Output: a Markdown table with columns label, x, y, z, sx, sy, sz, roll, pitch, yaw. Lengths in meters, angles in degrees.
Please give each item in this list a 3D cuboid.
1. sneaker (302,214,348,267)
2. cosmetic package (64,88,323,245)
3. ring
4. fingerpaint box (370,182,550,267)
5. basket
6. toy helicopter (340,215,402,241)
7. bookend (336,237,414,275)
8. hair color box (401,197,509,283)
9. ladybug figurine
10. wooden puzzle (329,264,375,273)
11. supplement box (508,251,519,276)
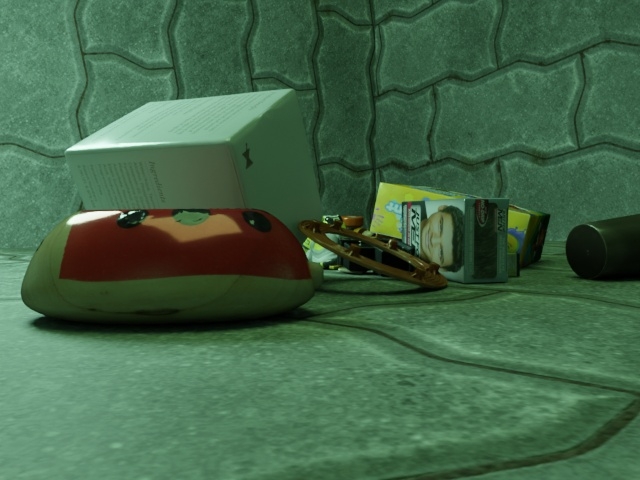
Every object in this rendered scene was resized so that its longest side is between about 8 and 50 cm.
| label | x | y | z | sx | sy | sz | roll | pitch | yaw |
| --- | --- | --- | --- | --- | --- | --- | --- | --- | --- |
| sneaker | 0.000 | 0.000 | 1.863 | 0.145 | 0.147 | 0.384 | -4 | 1 | -24 |
| cosmetic package | -0.255 | -0.115 | 1.368 | 0.393 | 0.327 | 0.329 | 1 | 29 | 23 |
| ring | 0.114 | 0.016 | 1.324 | 0.336 | 0.032 | 0.336 | 21 | 10 | -4 |
| fingerpaint box | 0.433 | -0.057 | 1.905 | 0.444 | 0.163 | 0.371 | 16 | 10 | 27 |
| basket | 0.700 | 0.015 | 1.450 | 0.227 | 0.154 | 0.204 | -5 | 3 | -19 |
| toy helicopter | 0.242 | -0.006 | 2.137 | 0.355 | 0.140 | 0.235 | 0 | 6 | -20 |
| bookend | 0.133 | 0.040 | 1.557 | 0.157 | 0.072 | 0.156 | 0 | 9 | -10 |
| hair color box | 0.312 | -0.008 | 1.519 | 0.113 | 0.185 | 0.374 | -1 | 2 | -14 |
| ladybug figurine | -0.220 | 0.032 | 0.953 | 0.449 | 0.162 | 0.305 | 0 | 2 | -2 |
| wooden puzzle | 0.088 | 0.075 | 1.604 | 0.116 | 0.014 | 0.078 | 7 | 10 | 33 |
| supplement box | 0.423 | 0.056 | 1.507 | 0.083 | 0.056 | 0.083 | -1 | 2 | -7 |
